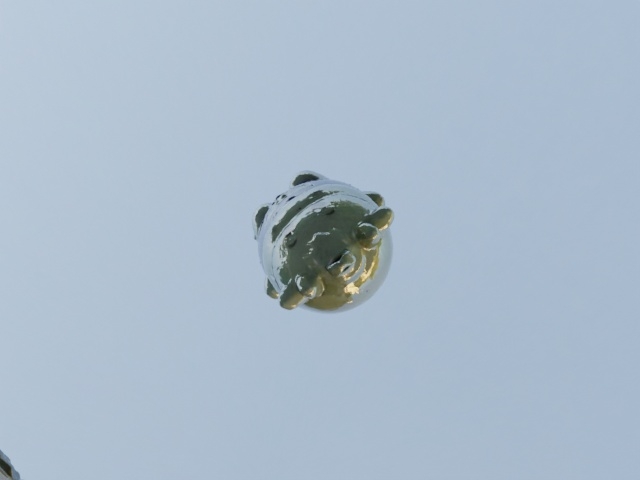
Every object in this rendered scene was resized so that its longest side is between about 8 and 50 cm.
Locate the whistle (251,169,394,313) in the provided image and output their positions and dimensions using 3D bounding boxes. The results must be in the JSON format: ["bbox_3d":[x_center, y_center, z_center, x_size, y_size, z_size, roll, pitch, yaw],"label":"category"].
[{"bbox_3d":[0.000,0.000,0.976,0.110,0.244,0.092,-42,-81,1],"label":"whistle"}]

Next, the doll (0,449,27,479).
[{"bbox_3d":[-0.386,0.200,1.019,0.349,0.247,0.247,25,-101,-19],"label":"doll"}]
